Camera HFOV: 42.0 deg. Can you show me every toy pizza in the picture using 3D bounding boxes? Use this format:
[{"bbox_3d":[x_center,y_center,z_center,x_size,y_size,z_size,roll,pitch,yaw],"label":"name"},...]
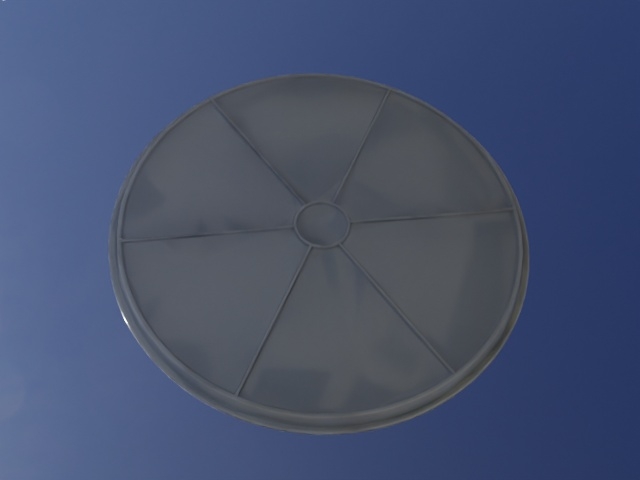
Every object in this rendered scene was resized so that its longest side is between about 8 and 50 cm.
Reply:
[{"bbox_3d":[0.000,0.000,0.408,0.201,0.032,0.201,2,-122,-3],"label":"toy pizza"}]
